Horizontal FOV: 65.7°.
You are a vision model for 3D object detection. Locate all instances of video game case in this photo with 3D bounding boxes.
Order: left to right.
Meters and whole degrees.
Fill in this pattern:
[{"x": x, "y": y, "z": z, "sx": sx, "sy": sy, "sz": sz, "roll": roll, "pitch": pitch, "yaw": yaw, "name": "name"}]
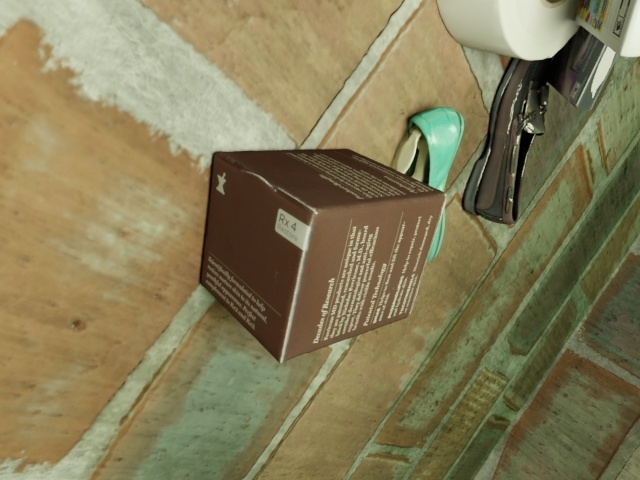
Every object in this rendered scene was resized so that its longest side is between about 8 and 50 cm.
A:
[{"x": 0.404, "y": -0.314, "z": 0.732, "sx": 0.274, "sy": 0.026, "sz": 0.196, "roll": -62, "pitch": 168, "yaw": -61, "name": "video game case"}, {"x": 0.343, "y": -0.341, "z": 0.541, "sx": 0.206, "sy": 0.026, "sz": 0.227, "roll": -72, "pitch": 164, "yaw": -55, "name": "video game case"}]

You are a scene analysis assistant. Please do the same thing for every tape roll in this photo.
[{"x": 0.275, "y": -0.385, "z": 0.637, "sx": 0.286, "sy": 0.100, "sz": 0.286, "roll": -25, "pitch": 130, "yaw": -33, "name": "tape roll"}]

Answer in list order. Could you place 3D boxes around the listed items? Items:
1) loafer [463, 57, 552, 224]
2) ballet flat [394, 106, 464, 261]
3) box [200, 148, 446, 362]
[{"x": 0.342, "y": -0.172, "z": 0.845, "sx": 0.109, "sy": 0.095, "sz": 0.302, "roll": -9, "pitch": 121, "yaw": -43, "name": "loafer"}, {"x": 0.144, "y": -0.077, "z": 0.739, "sx": 0.087, "sy": 0.083, "sz": 0.247, "roll": -6, "pitch": 122, "yaw": -15, "name": "ballet flat"}, {"x": 0.000, "y": 0.000, "z": 0.561, "sx": 0.203, "sy": 0.168, "sz": 0.167, "roll": -10, "pitch": 123, "yaw": -40, "name": "box"}]
